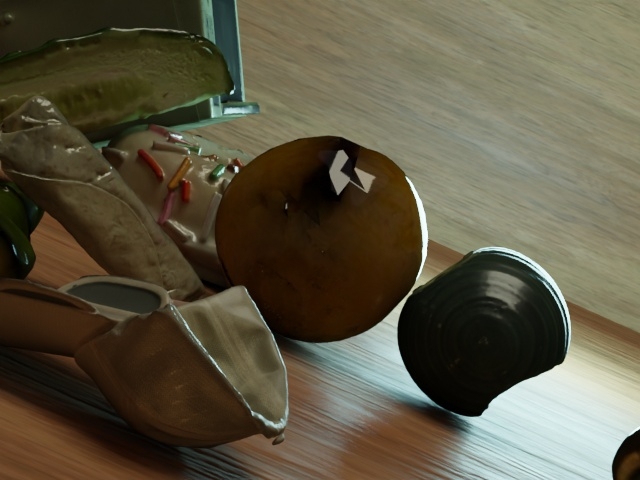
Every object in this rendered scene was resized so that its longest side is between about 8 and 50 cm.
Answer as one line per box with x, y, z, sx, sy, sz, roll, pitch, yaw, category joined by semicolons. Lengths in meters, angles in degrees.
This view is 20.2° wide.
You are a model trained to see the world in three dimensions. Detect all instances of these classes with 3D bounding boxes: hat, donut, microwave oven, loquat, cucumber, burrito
-0.151;0.095;1.334;0.226;0.164;0.219;-15;-4;15;hat
-0.118;-0.036;2.242;0.382;0.142;0.382;23;6;-3;donut
-0.272;-0.263;2.514;0.333;0.247;0.394;-11;3;5;microwave oven
0.000;0.000;1.978;0.235;0.235;0.235;24;6;-3;loquat
-0.273;-0.188;2.186;0.325;0.145;0.105;-16;16;-19;cucumber
-0.203;-0.016;1.683;0.059;0.082;0.275;15;-31;53;burrito

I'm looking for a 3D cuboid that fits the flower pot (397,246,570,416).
0.178;0.098;1.977;0.157;0.189;0.243;55;4;2;flower pot

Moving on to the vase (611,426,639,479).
0.441;0.245;1.788;0.329;0.241;0.302;-7;-32;46;vase

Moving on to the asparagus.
-0.293;-0.008;1.613;0.082;0.085;0.343;25;4;-10;asparagus
